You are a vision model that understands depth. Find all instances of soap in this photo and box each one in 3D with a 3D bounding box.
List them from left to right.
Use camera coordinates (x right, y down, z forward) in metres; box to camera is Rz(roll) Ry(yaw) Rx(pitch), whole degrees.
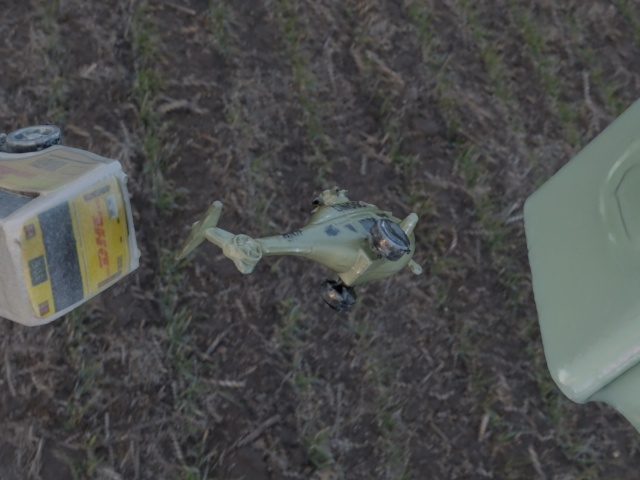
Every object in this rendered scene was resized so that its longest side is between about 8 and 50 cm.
[{"bbox_3d":[0.166,-0.028,0.339,0.066,0.198,0.119,32,34,-20],"label":"soap"}]

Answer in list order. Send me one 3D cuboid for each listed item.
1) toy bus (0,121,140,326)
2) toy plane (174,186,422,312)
[{"bbox_3d":[-0.290,-0.029,0.724,0.342,0.097,0.138,12,33,29],"label":"toy bus"},{"bbox_3d":[0.000,0.000,0.838,0.108,0.092,0.286,53,30,17],"label":"toy plane"}]
